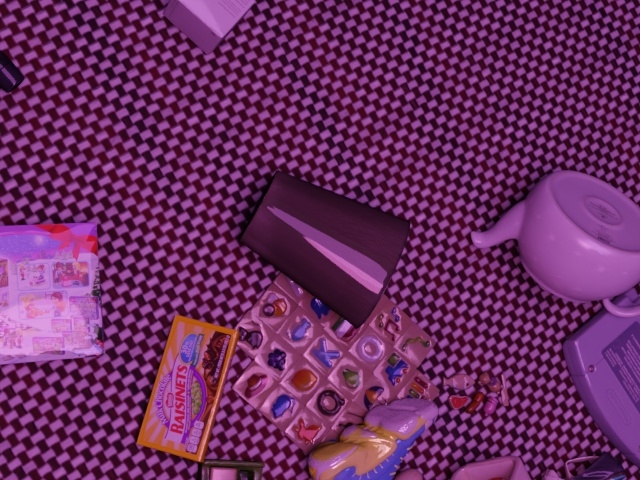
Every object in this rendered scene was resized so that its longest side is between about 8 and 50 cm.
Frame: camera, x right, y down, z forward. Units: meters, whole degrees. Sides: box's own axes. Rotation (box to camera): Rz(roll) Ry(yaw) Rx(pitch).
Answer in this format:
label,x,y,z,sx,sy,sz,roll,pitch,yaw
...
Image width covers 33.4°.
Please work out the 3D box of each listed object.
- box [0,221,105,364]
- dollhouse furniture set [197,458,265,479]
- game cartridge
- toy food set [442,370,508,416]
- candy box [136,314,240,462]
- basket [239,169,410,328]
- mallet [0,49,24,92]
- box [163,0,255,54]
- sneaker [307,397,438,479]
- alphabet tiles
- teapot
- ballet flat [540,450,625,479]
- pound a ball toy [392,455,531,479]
label,x,y,z,sx,sy,sz,roll,pitch,yaw
box,-0.467,0.080,1.546,0.293,0.057,0.201,-2,86,-20
dollhouse furniture set,-0.212,0.397,1.534,0.301,0.197,0.151,7,84,-20
game cartridge,0.563,0.259,1.908,0.196,0.060,0.294,-36,97,-23
toy food set,0.268,0.263,1.816,0.122,0.019,0.078,-5,87,-20
candy box,-0.201,0.224,1.625,0.105,0.027,0.206,13,79,10
basket,0.000,0.000,1.669,0.226,0.154,0.204,28,57,-7
mallet,-0.530,-0.212,1.565,0.189,0.039,0.062,-35,98,-16
box,-0.176,-0.364,1.671,0.102,0.101,0.087,41,73,-10
sneaker,0.092,0.347,1.711,0.240,0.091,0.126,-22,111,-21
alphabet tiles,0.027,0.202,1.740,0.342,0.011,0.285,43,73,-12
teapot,0.436,0.018,1.816,0.252,0.187,0.256,-8,49,-40
ballet flat,0.428,0.420,1.840,0.203,0.074,0.074,-22,93,-14
pound a ball toy,0.276,0.479,1.746,0.319,0.208,0.136,62,32,-15
